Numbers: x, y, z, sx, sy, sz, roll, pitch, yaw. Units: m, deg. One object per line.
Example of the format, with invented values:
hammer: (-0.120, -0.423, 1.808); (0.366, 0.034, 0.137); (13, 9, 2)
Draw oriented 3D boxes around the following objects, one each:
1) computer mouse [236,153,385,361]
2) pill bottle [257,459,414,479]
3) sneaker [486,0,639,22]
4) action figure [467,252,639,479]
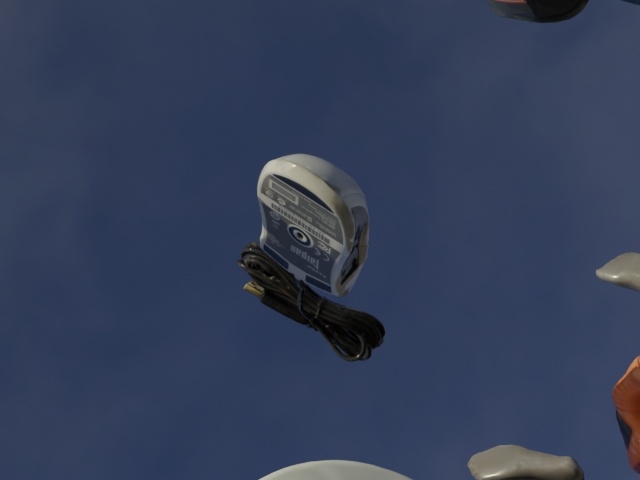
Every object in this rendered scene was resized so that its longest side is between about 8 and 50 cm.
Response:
computer mouse: (0.000, 0.000, 1.187); (0.042, 0.106, 0.193); (-50, -14, -25)
pill bottle: (-0.036, 0.204, 0.797); (0.162, 0.162, 0.278); (8, -32, -20)
sneaker: (0.096, -0.201, 1.111); (0.350, 0.131, 0.148); (3, -73, -40)
action figure: (0.215, 0.224, 1.194); (0.178, 0.341, 0.330); (-14, -61, 31)
